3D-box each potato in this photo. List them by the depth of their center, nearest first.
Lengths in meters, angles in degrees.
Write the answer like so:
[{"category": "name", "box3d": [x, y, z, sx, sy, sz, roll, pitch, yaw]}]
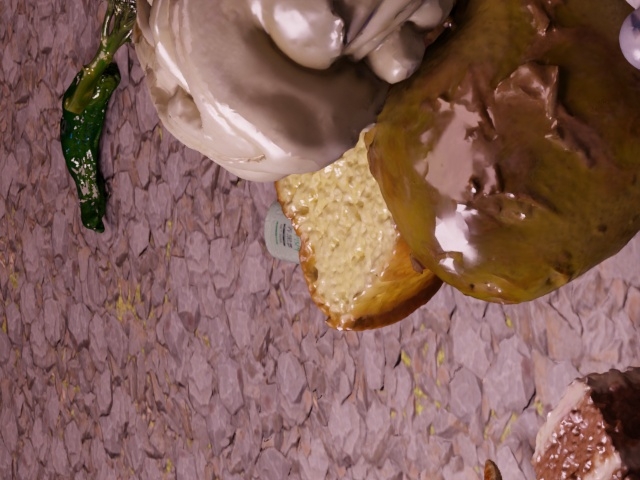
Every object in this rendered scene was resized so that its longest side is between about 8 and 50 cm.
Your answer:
[{"category": "potato", "box3d": [0.165, -0.082, 1.549, 0.246, 0.196, 0.299, 32, 131, 11]}]

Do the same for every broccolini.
[{"category": "broccolini", "box3d": [-0.284, -0.248, 2.499, 0.067, 0.058, 0.216, 53, 122, 25]}]

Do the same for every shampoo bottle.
[{"category": "shampoo bottle", "box3d": [0.000, 0.000, 2.097, 0.191, 0.041, 0.069, 17, 103, 59]}]

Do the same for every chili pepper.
[{"category": "chili pepper", "box3d": [-0.309, -0.154, 2.605, 0.122, 0.065, 0.279, 30, 123, 40]}]

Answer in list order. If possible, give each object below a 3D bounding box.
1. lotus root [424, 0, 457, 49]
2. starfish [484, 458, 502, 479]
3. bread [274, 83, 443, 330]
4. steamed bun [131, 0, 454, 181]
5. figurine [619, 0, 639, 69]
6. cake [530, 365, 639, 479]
[{"category": "lotus root", "box3d": [0.170, -0.173, 1.694, 0.214, 0.138, 0.138, 13, 105, 47]}, {"category": "starfish", "box3d": [0.176, 0.360, 1.696, 0.327, 0.094, 0.375, 103, 160, -69]}, {"category": "bread", "box3d": [0.067, -0.089, 1.833, 0.194, 0.179, 0.340, -51, 48, 48]}, {"category": "steamed bun", "box3d": [-0.034, -0.225, 1.579, 0.339, 0.247, 0.352, -59, 18, 4]}, {"category": "figurine", "box3d": [0.314, -0.229, 1.362, 0.382, 0.261, 0.186, 29, 152, 39]}, {"category": "cake", "box3d": [0.262, 0.183, 1.571, 0.134, 0.135, 0.147, -59, 40, 47]}]
